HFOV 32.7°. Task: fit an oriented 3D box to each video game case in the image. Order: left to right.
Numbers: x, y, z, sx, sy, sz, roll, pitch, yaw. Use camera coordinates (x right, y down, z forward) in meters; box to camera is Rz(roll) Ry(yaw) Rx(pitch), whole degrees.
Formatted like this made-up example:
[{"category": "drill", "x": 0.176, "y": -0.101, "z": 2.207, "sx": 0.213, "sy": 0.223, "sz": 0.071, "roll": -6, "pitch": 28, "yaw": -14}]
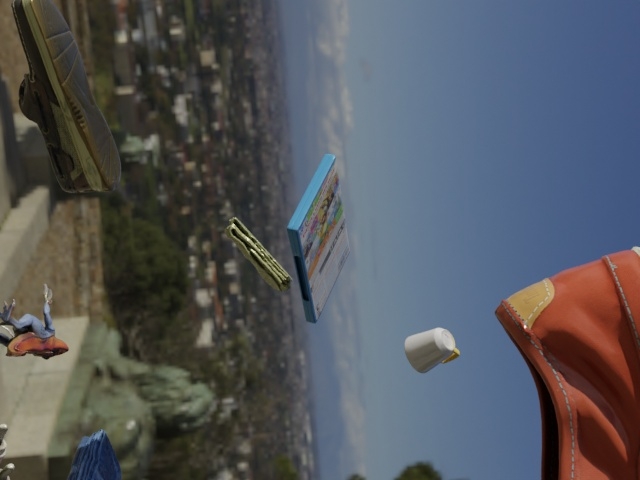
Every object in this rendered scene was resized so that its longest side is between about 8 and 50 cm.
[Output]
[{"category": "video game case", "x": 0.000, "y": 0.000, "z": 1.253, "sx": 0.166, "sy": 0.015, "sz": 0.119, "roll": 80, "pitch": 29, "yaw": -48}]

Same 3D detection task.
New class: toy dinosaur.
[{"category": "toy dinosaur", "x": -0.201, "y": 0.073, "z": 0.751, "sx": 0.082, "sy": 0.047, "sz": 0.090, "roll": 45, "pitch": 14, "yaw": -47}]

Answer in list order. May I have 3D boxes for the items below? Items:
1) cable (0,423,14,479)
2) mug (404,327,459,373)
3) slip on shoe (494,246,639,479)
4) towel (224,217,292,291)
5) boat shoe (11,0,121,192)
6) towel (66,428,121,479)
[{"category": "cable", "x": -0.457, "y": 0.345, "z": 1.370, "sx": 0.139, "sy": 0.072, "sz": 0.287, "roll": 55, "pitch": -53, "yaw": 32}, {"category": "mug", "x": 0.178, "y": 0.164, "z": 1.696, "sx": 0.078, "sy": 0.064, "sz": 0.062, "roll": -14, "pitch": 76, "yaw": -55}, {"category": "slip on shoe", "x": 0.141, "y": 0.170, "z": 0.509, "sx": 0.123, "sy": 0.101, "sz": 0.331, "roll": 9, "pitch": 75, "yaw": -84}, {"category": "towel", "x": -0.077, "y": 0.019, "z": 1.340, "sx": 0.110, "sy": 0.027, "sz": 0.148, "roll": 49, "pitch": -2, "yaw": -1}, {"category": "boat shoe", "x": -0.278, "y": -0.147, "z": 1.132, "sx": 0.080, "sy": 0.073, "sz": 0.224, "roll": -80, "pitch": 154, "yaw": -63}, {"category": "towel", "x": -0.210, "y": 0.233, "z": 1.020, "sx": 0.119, "sy": 0.029, "sz": 0.067, "roll": -98, "pitch": 168, "yaw": -69}]
